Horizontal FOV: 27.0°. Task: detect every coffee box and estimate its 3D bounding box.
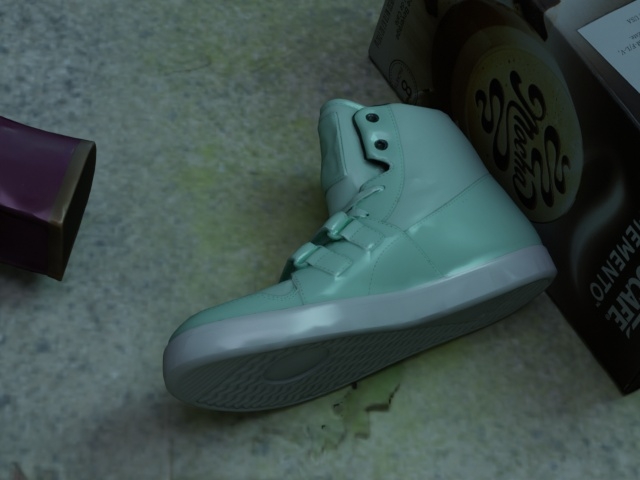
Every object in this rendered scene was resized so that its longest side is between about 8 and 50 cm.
[{"bbox_3d":[0.169,-0.081,0.816,0.119,0.168,0.297,-22,64,-25],"label":"coffee box"}]

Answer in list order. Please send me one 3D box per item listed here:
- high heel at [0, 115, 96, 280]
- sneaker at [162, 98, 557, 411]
[{"bbox_3d":[-0.248,0.065,0.657,0.181,0.127,0.377,15,45,-1],"label":"high heel"},{"bbox_3d":[0.000,0.000,0.765,0.256,0.094,0.151,-16,67,-33],"label":"sneaker"}]
